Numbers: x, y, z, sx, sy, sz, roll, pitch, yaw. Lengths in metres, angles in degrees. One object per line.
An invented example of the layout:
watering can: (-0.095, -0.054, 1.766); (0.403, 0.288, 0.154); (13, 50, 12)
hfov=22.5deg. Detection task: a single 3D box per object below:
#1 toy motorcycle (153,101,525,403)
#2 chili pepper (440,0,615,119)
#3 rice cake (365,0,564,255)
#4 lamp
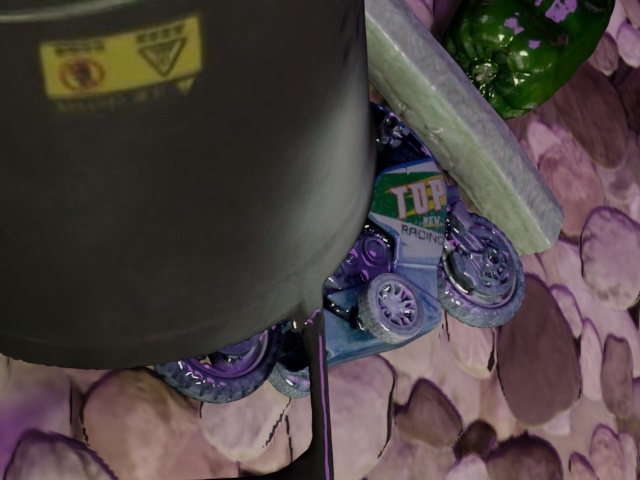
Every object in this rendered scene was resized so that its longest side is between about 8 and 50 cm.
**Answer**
toy motorcycle: (0.000, 0.000, 0.812); (0.254, 0.092, 0.135); (-13, 75, -40)
chili pepper: (0.150, -0.167, 1.053); (0.099, 0.083, 0.253); (44, 43, -15)
rice cake: (0.064, -0.087, 0.951); (0.245, 0.042, 0.045); (47, 45, -24)
lamp: (-0.085, -0.087, 0.589); (0.272, 0.205, 0.374); (79, 8, -68)
